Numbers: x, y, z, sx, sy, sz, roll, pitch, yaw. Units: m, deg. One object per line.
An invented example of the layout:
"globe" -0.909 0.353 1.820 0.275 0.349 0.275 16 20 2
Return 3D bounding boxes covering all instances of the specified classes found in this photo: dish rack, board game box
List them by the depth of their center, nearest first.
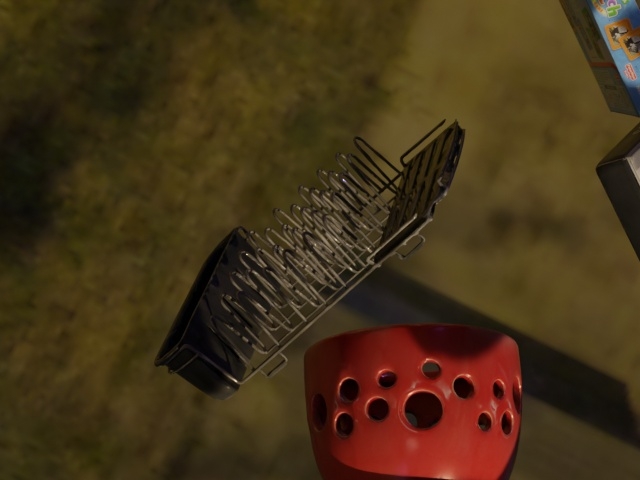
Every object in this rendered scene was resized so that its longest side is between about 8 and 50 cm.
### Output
"board game box" 0.211 -0.201 1.394 0.039 0.211 0.160 -26 -175 4
"dish rack" 0.000 0.000 1.399 0.271 0.074 0.208 -41 -166 25

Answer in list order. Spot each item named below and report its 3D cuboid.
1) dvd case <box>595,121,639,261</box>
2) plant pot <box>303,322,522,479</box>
"dvd case" 0.258 0.019 1.032 0.030 0.238 0.179 -17 -164 43
"plant pot" 0.081 0.175 1.533 0.191 0.191 0.174 114 -23 -68
